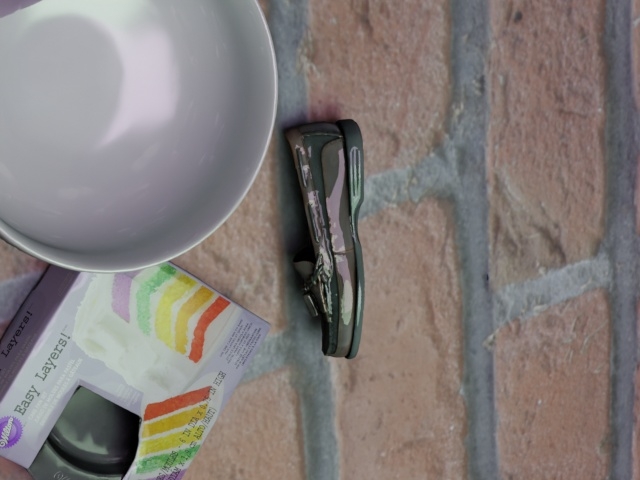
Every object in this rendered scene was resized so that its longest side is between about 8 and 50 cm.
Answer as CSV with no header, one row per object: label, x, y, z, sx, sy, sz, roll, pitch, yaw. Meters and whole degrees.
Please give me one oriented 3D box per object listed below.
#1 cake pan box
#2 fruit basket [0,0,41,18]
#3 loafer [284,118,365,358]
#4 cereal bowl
cake pan box,-0.212,0.141,1.587,0.245,0.070,0.267,36,83,-35
fruit basket,-0.222,-0.365,1.284,0.353,0.327,0.165,-27,157,-27
loafer,0.000,0.000,1.688,0.084,0.096,0.268,-2,100,-14
cereal bowl,-0.217,-0.144,1.437,0.339,0.141,0.339,-8,105,-32
